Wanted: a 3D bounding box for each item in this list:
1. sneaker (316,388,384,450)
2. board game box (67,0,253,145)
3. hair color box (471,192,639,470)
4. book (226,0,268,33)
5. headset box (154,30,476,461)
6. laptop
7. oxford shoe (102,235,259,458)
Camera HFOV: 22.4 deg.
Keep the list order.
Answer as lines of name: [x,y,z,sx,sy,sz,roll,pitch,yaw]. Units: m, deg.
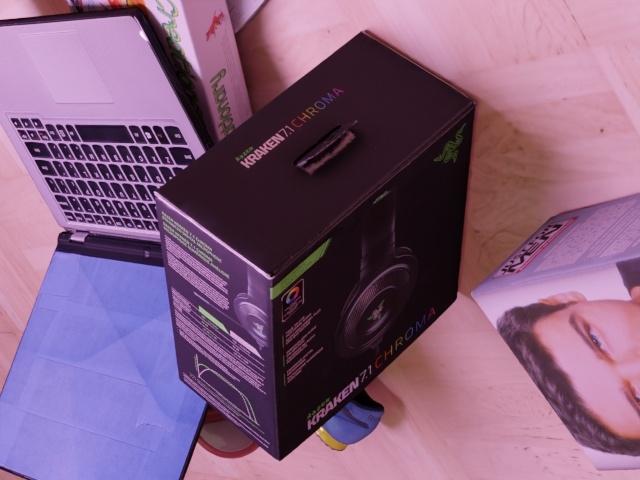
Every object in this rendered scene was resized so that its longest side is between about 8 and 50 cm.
sneaker: [-0.008,0.122,1.726,0.082,0.069,0.209,-44,76,29]
board game box: [-0.158,-0.208,1.470,0.193,0.053,0.305,36,160,24]
hair color box: [0.290,0.055,1.135,0.185,0.113,0.374,54,153,-10]
book: [-0.099,-0.257,1.396,0.144,0.035,0.096,49,152,-3]
headset box: [0.000,0.000,1.347,0.131,0.246,0.283,35,149,26]
laptop: [-0.259,0.015,1.558,0.382,0.236,0.408,6,129,52]
oxford shoe: [-0.148,0.069,1.792,0.130,0.123,0.348,-34,-76,-77]
